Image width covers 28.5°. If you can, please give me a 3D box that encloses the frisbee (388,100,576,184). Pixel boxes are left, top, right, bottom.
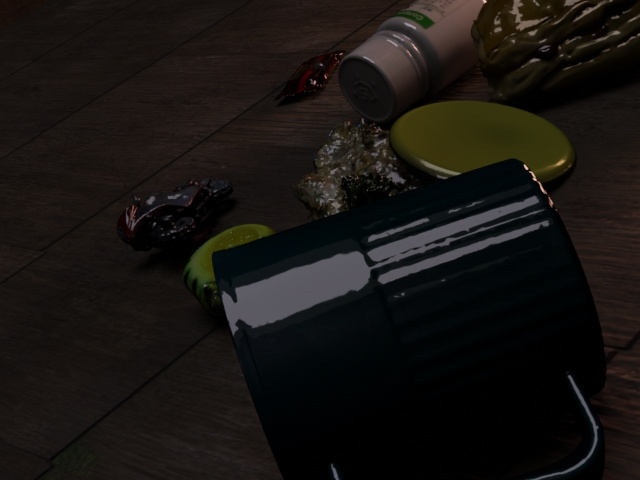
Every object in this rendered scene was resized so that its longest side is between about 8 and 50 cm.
[{"bbox_3d":[0.202,-0.124,1.574,0.236,0.017,0.236,3,30,-1],"label":"frisbee"}]

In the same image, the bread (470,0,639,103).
[{"bbox_3d":[0.389,-0.353,1.786,0.370,0.191,0.314,-17,26,14],"label":"bread"}]

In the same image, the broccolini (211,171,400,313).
[{"bbox_3d":[-0.007,0.005,1.450,0.272,0.123,0.062,-22,-2,-9],"label":"broccolini"}]

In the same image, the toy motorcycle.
[{"bbox_3d":[-0.203,-0.035,1.750,0.123,0.082,0.213,-1,22,18],"label":"toy motorcycle"}]

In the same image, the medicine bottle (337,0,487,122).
[{"bbox_3d":[0.145,-0.281,1.894,0.237,0.139,0.139,-38,30,-29],"label":"medicine bottle"}]

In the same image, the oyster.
[{"bbox_3d":[0.067,-0.075,1.608,0.198,0.092,0.259,-24,28,4],"label":"oyster"}]

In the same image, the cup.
[{"bbox_3d":[0.084,0.087,1.093,0.292,0.242,0.308,-20,22,-1],"label":"cup"}]

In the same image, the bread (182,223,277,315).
[{"bbox_3d":[-0.100,0.039,1.524,0.130,0.071,0.139,-22,31,-10],"label":"bread"}]

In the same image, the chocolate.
[{"bbox_3d":[-0.017,-0.286,2.158,0.086,0.028,0.182,-10,29,29],"label":"chocolate"}]
